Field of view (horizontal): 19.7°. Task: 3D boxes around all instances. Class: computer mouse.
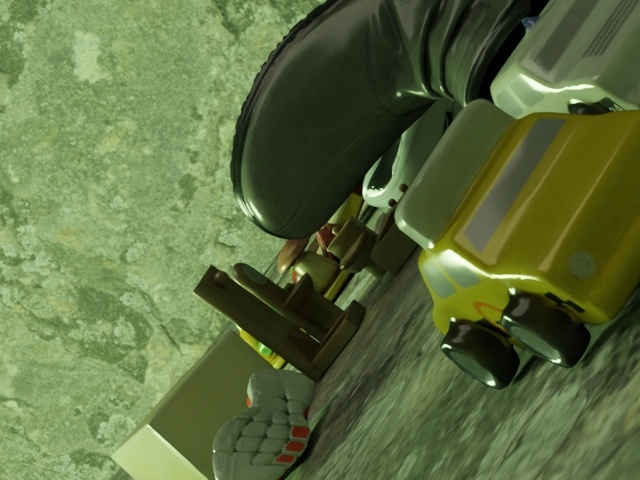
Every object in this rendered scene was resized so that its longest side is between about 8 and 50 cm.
[{"bbox_3d":[0.100,-0.090,1.556,0.106,0.042,0.193,-3,-45,-37],"label":"computer mouse"}]

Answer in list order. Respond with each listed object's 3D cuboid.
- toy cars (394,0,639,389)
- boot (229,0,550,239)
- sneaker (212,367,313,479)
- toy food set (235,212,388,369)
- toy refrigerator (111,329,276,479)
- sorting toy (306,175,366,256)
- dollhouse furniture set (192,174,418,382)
[{"bbox_3d":[0.105,-0.052,0.841,0.176,0.087,0.394,-52,4,28],"label":"toy cars"},{"bbox_3d":[0.071,-0.123,1.375,0.338,0.118,0.222,-59,32,7],"label":"boot"},{"bbox_3d":[-0.036,0.148,1.269,0.158,0.061,0.065,-59,-21,-64],"label":"sneaker"},{"bbox_3d":[-0.020,0.041,1.856,0.218,0.071,0.128,-53,3,21],"label":"toy food set"},{"bbox_3d":[-0.094,0.161,1.530,0.102,0.094,0.269,-48,2,-18],"label":"toy refrigerator"},{"bbox_3d":[0.046,-0.073,2.139,0.208,0.038,0.193,-64,-1,12],"label":"sorting toy"},{"bbox_3d":[0.000,0.000,1.504,0.151,0.123,0.144,-53,3,19],"label":"dollhouse furniture set"}]
